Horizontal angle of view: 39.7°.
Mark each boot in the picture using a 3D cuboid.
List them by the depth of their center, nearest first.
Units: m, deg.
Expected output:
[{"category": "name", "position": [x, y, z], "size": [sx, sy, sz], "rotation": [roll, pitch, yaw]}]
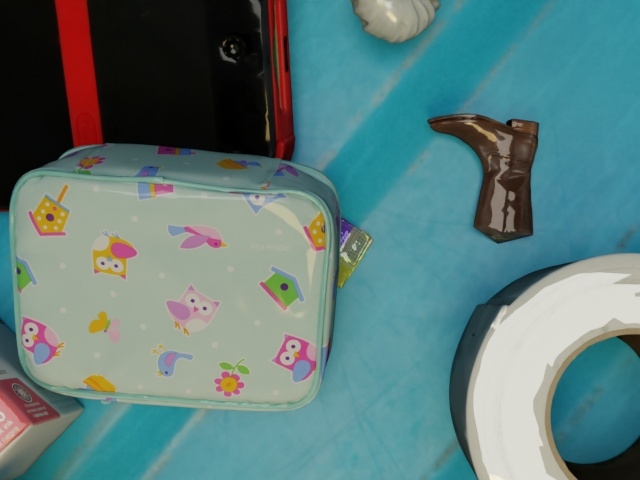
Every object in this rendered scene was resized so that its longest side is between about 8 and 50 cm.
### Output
[{"category": "boot", "position": [0.146, -0.056, 0.813], "size": [0.106, 0.037, 0.114], "rotation": [6, 91, 6]}]

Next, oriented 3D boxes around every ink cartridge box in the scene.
[{"category": "ink cartridge box", "position": [-0.327, 0.105, 0.768], "size": [0.218, 0.158, 0.092], "rotation": [44, 86, 5]}]

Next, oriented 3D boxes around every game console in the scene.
[{"category": "game console", "position": [-0.201, -0.214, 0.782], "size": [0.342, 0.060, 0.386], "rotation": [-1, 106, 8]}]

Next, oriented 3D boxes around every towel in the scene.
[{"category": "towel", "position": [0.000, 0.000, 0.829], "size": [0.083, 0.009, 0.060], "rotation": [33, 88, 6]}]

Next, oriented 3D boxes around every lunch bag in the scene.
[{"category": "lunch bag", "position": [-0.124, 0.037, 0.764], "size": [0.279, 0.108, 0.224], "rotation": [5, 111, 6]}]

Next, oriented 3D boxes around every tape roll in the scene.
[{"category": "tape roll", "position": [0.233, 0.135, 0.724], "size": [0.246, 0.169, 0.246], "rotation": [0, 87, 3]}]

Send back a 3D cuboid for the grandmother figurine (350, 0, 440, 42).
[{"category": "grandmother figurine", "position": [0.136, -0.328, 0.801], "size": [0.208, 0.104, 0.342], "rotation": [33, 86, 14]}]
